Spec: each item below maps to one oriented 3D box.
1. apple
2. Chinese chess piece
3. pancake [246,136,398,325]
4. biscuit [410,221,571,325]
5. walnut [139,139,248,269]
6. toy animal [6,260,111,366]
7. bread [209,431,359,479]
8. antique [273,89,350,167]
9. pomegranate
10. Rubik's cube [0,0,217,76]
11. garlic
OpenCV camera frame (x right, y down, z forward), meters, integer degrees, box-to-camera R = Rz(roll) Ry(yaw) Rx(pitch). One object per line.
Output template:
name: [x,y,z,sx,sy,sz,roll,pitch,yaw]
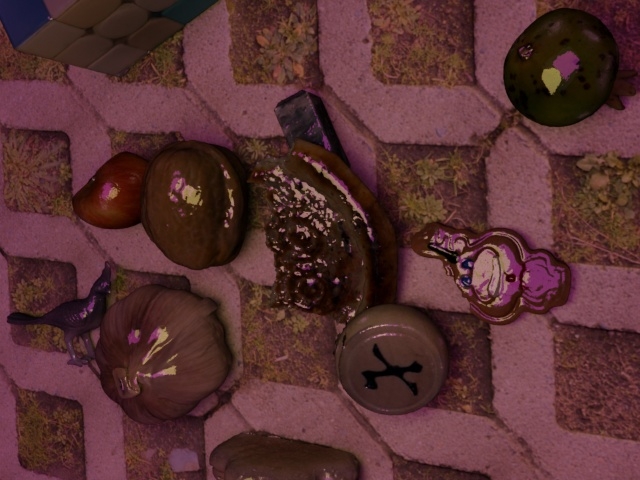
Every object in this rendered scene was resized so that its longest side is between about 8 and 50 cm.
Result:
apple: [-0.457,-0.107,1.658,0.195,0.173,0.160,-44,76,20]
Chinese chess piece: [0.138,0.240,1.465,0.238,0.092,0.238,3,112,7]
pancake: [0.005,0.001,1.496,0.305,0.067,0.427,-2,109,18]
biscuit: [0.329,0.056,1.450,0.320,0.047,0.183,33,100,17]
walnut: [-0.270,-0.077,1.563,0.283,0.227,0.283,7,106,26]
toy animal: [-0.594,0.207,1.774,0.367,0.081,0.206,-25,88,27]
bread: [-0.091,0.500,1.552,0.337,0.183,0.102,2,101,20]
antique: [-0.019,-0.220,1.539,0.086,0.088,0.183,-25,84,18]
pomegranate: [0.451,-0.301,1.325,0.263,0.211,0.211,15,100,-26]
Rubik's cube: [-0.481,-0.599,1.554,0.347,0.346,0.344,-30,83,18]
garlic: [-0.361,0.251,1.624,0.322,0.241,0.322,-7,68,19]
